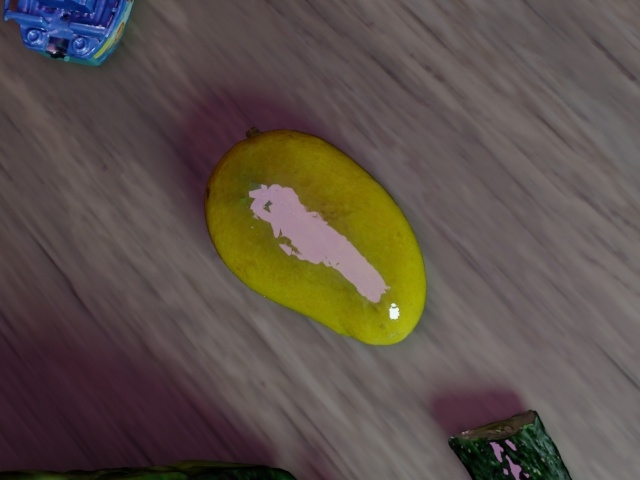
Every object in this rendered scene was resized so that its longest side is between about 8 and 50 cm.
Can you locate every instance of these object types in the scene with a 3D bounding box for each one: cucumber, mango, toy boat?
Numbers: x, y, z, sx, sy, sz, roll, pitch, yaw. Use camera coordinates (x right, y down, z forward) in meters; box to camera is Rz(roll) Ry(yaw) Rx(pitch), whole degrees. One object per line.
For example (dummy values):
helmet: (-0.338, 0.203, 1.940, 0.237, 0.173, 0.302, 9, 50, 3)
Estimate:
cucumber: (0.145, 0.201, 0.694, 0.058, 0.052, 0.215, -32, 75, 27)
mango: (0.000, 0.000, 0.748, 0.161, 0.076, 0.103, 41, 87, 12)
toy boat: (-0.162, -0.212, 0.801, 0.091, 0.110, 0.175, 12, 82, 14)

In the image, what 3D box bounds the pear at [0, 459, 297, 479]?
pear: (-0.142, 0.255, 0.697, 0.238, 0.164, 0.256, 0, 82, 11)
